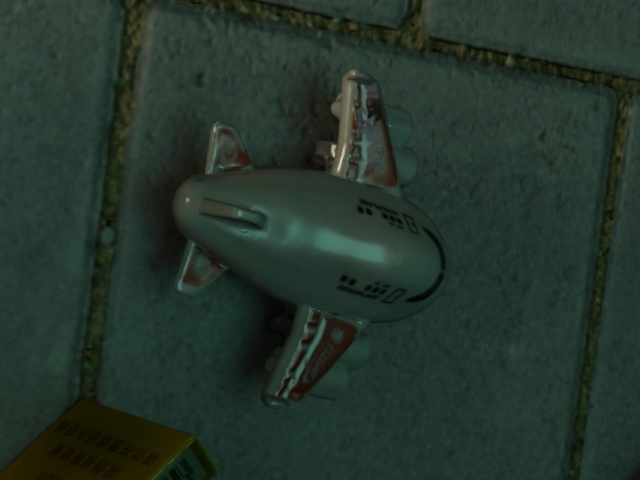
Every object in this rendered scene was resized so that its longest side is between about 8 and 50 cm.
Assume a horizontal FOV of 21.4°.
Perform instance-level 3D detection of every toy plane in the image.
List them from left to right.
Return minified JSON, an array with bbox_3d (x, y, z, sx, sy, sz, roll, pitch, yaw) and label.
[{"bbox_3d":[-0.002,0.000,1.232,0.252,0.118,0.252,-7,102,-38],"label":"toy plane"}]

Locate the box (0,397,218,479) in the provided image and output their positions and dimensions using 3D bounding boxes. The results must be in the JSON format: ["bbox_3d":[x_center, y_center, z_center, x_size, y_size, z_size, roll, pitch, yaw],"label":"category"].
[{"bbox_3d":[-0.205,0.215,1.080,0.279,0.153,0.041,-43,118,-25],"label":"box"}]
